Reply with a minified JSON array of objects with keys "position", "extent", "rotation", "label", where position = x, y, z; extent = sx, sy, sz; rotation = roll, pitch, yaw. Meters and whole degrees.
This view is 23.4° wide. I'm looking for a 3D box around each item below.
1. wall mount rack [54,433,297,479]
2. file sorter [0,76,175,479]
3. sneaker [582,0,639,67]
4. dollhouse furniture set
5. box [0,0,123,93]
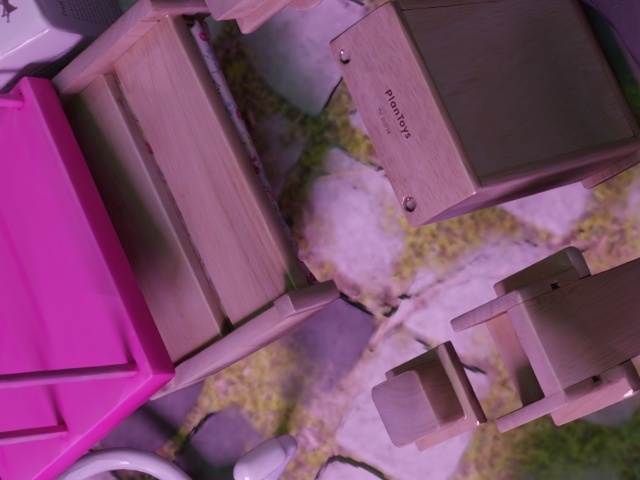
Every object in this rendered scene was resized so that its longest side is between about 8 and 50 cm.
[{"position":[-0.077,0.277,0.837],"extent":[0.304,0.130,0.350],"rotation":[-34,78,-21],"label":"wall mount rack"},{"position":[-0.267,0.066,0.873],"extent":[0.291,0.182,0.202],"rotation":[-41,64,32],"label":"file sorter"},{"position":[0.157,-0.173,0.810],"extent":[0.130,0.109,0.286],"rotation":[-47,54,53],"label":"sneaker"},{"position":[0.000,0.000,0.905],"extent":[0.355,0.174,0.303],"rotation":[-31,79,41],"label":"dollhouse furniture set"},{"position":[-0.243,-0.160,0.952],"extent":[0.181,0.119,0.182],"rotation":[-27,82,17],"label":"box"}]
